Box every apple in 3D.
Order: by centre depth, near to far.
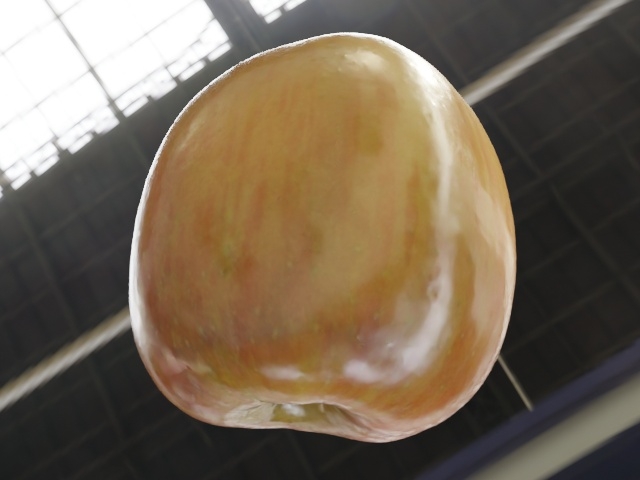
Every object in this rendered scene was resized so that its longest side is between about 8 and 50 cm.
[{"bbox_3d":[0.000,0.000,0.869,0.242,0.242,0.241,-5,-113,30],"label":"apple"}]
